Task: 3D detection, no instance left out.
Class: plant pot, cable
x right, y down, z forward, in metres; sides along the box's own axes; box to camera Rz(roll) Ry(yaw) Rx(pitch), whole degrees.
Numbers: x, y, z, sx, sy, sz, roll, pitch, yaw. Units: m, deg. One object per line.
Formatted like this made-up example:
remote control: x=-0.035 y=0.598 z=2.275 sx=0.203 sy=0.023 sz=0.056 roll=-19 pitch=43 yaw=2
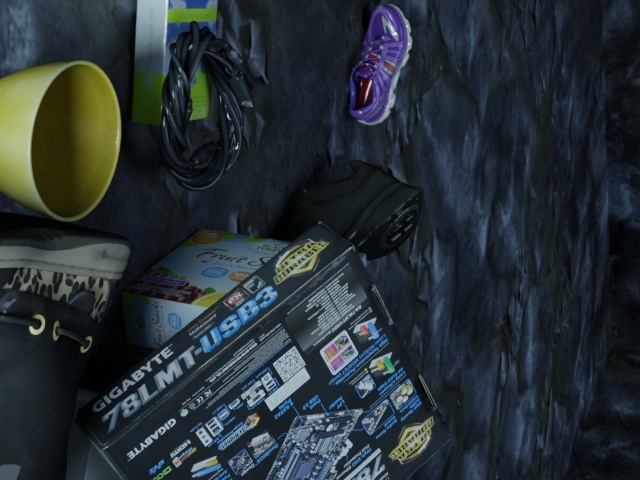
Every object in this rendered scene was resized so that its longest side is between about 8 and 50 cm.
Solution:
plant pot: x=-0.243 y=-0.088 z=1.153 sx=0.134 sy=0.095 sz=0.134 roll=9 pitch=90 yaw=-67
cable: x=-0.124 y=-0.135 z=1.387 sx=0.150 sy=0.047 sz=0.184 roll=-67 pitch=159 yaw=-14

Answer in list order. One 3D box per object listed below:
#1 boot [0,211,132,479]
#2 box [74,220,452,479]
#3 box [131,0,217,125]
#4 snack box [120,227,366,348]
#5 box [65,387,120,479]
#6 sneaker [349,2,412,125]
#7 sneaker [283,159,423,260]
boot: x=-0.298 y=0.120 z=1.061 sx=0.377 sy=0.138 sz=0.284 roll=-1 pitch=103 yaw=-65
box: x=-0.040 y=0.181 z=1.319 sx=0.295 sy=0.073 sz=0.293 roll=-39 pitch=130 yaw=-13
box: x=-0.147 y=-0.211 z=1.402 sx=0.109 sy=0.042 sz=0.178 roll=-22 pitch=120 yaw=-64
snack box: x=-0.077 y=0.061 z=1.456 sx=0.174 sy=0.207 sz=0.070 roll=-41 pitch=136 yaw=-54
box: x=-0.229 y=0.194 z=1.305 sx=0.101 sy=0.087 sz=0.102 roll=21 pitch=79 yaw=-66
sneaker: x=0.078 y=-0.243 z=1.890 sx=0.071 sy=0.068 sz=0.170 roll=7 pitch=93 yaw=-61
sneaker: x=0.000 y=0.000 z=1.756 sx=0.286 sy=0.130 sz=0.109 roll=-36 pitch=151 yaw=-30
